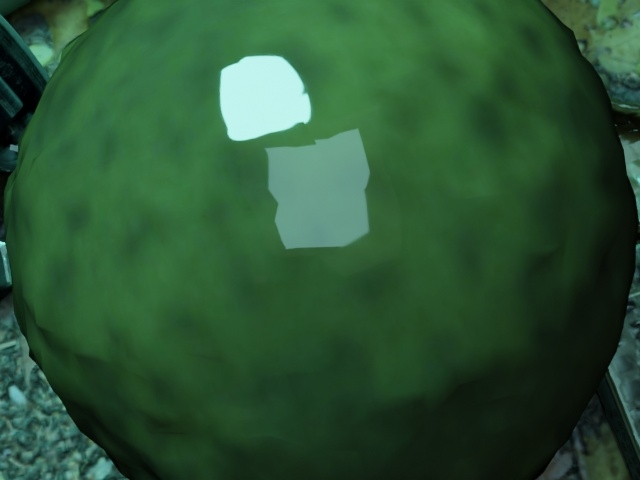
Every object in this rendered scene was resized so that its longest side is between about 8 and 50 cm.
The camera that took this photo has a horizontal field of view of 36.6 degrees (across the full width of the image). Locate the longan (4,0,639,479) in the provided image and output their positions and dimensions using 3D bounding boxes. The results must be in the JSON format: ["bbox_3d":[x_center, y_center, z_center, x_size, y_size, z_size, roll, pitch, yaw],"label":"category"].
[{"bbox_3d":[0.000,0.000,0.615,0.390,0.391,0.391,0,78,-1],"label":"longan"}]

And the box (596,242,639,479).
[{"bbox_3d":[0.324,0.147,0.746,0.180,0.047,0.325,-18,78,-5],"label":"box"}]

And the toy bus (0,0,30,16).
[{"bbox_3d":[-0.275,-0.234,0.799,0.193,0.087,0.089,-33,86,-9],"label":"toy bus"}]

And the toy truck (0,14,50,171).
[{"bbox_3d":[-0.346,-0.048,0.694,0.162,0.136,0.305,30,73,25],"label":"toy truck"}]

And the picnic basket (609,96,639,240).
[{"bbox_3d":[0.192,-0.067,0.786,0.193,0.055,0.110,15,79,2],"label":"picnic basket"}]

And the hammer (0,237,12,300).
[{"bbox_3d":[-0.300,0.031,0.761,0.226,0.041,0.159,-11,77,-4],"label":"hammer"}]
